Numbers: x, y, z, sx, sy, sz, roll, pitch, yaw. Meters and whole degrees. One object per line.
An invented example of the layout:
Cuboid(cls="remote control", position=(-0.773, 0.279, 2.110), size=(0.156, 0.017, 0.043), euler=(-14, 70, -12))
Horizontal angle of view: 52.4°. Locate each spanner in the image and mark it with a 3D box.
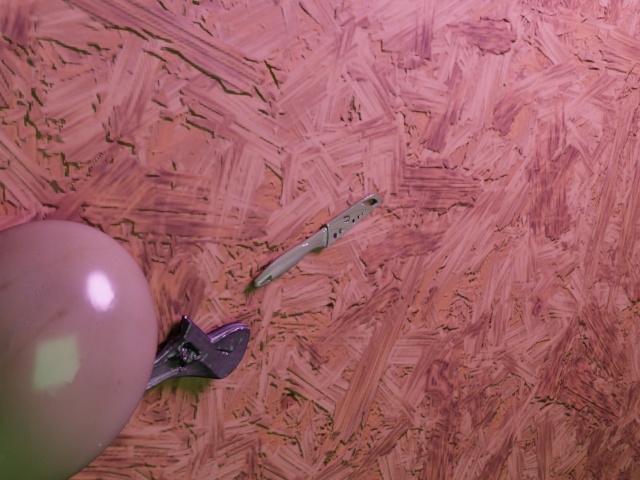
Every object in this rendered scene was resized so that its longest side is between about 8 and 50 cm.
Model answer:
Cuboid(cls="spanner", position=(-0.215, 0.162, 0.678), size=(0.325, 0.026, 0.093), euler=(-26, 119, -26))

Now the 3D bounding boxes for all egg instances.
Cuboid(cls="egg", position=(-0.237, 0.099, 0.537), size=(0.186, 0.186, 0.242), euler=(24, 95, -39))

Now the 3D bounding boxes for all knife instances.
Cuboid(cls="knife", position=(0.000, 0.000, 0.790), size=(0.207, 0.014, 0.030), euler=(-36, 121, -23))
